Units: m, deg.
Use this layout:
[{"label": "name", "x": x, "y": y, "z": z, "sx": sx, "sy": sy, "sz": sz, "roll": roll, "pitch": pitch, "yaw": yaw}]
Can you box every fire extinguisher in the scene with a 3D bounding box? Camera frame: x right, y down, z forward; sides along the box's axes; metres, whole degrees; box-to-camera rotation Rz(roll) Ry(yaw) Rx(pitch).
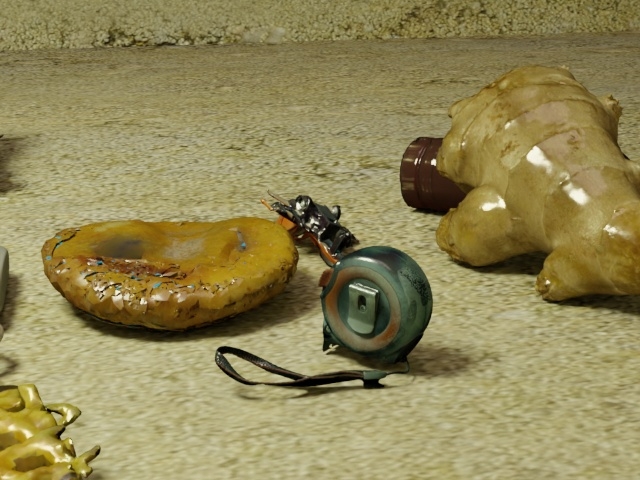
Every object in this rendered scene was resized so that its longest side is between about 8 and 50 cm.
[{"label": "fire extinguisher", "x": 0.271, "y": -0.081, "z": 1.366, "sx": 0.341, "sy": 0.141, "sz": 0.105, "roll": 7, "pitch": -18, "yaw": 34}]

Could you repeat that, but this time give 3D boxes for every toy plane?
[{"label": "toy plane", "x": 0.005, "y": -0.010, "z": 1.266, "sx": 0.135, "sy": 0.062, "sz": 0.188, "roll": 19, "pitch": 7, "yaw": -34}]

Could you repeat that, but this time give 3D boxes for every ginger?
[{"label": "ginger", "x": 0.233, "y": -0.051, "z": 1.177, "sx": 0.236, "sy": 0.166, "sz": 0.375, "roll": -15, "pitch": 29, "yaw": 4}]

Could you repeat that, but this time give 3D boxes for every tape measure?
[{"label": "tape measure", "x": 0.008, "y": 0.068, "z": 0.942, "sx": 0.180, "sy": 0.107, "sz": 0.104, "roll": -12, "pitch": 24, "yaw": -40}]

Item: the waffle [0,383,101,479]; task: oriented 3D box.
[{"label": "waffle", "x": -0.297, "y": 0.164, "z": 0.728, "sx": 0.329, "sy": 0.062, "sz": 0.329, "roll": -3, "pitch": 17, "yaw": 1}]

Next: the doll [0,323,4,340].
[{"label": "doll", "x": -0.414, "y": 0.066, "z": 0.971, "sx": 0.278, "sy": 0.119, "sz": 0.154, "roll": 13, "pitch": 8, "yaw": 20}]

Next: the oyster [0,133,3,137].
[{"label": "oyster", "x": -0.594, "y": -0.108, "z": 1.511, "sx": 0.201, "sy": 0.107, "sz": 0.354, "roll": 29, "pitch": 41, "yaw": 28}]

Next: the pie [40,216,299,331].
[{"label": "pie", "x": -0.155, "y": 0.026, "z": 1.147, "sx": 0.273, "sy": 0.069, "sz": 0.273, "roll": -2, "pitch": 17, "yaw": 1}]

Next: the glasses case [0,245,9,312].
[{"label": "glasses case", "x": -0.359, "y": 0.043, "z": 1.135, "sx": 0.074, "sy": 0.049, "sz": 0.193, "roll": -5, "pitch": 17, "yaw": -10}]
